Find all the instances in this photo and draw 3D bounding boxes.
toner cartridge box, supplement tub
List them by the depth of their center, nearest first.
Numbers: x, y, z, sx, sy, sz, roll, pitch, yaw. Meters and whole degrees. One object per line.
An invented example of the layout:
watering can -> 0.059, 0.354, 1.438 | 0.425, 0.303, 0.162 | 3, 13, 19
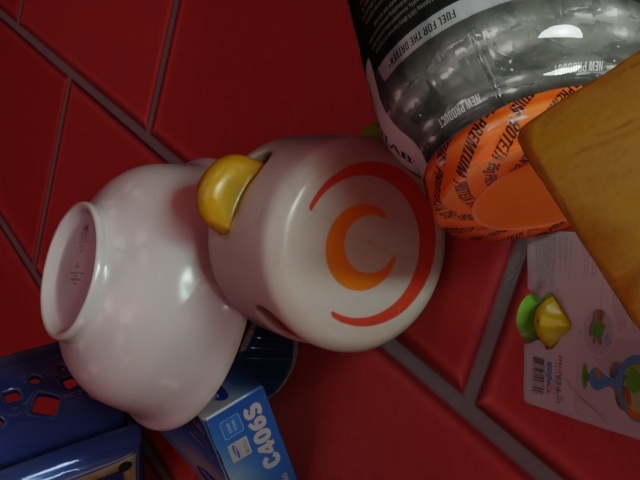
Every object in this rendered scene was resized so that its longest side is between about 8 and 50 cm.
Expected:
supplement tub -> 0.123, -0.184, 0.717 | 0.207, 0.207, 0.338 | -39, 54, 48
toner cartridge box -> -0.155, 0.183, 1.152 | 0.348, 0.075, 0.165 | 27, 142, 55

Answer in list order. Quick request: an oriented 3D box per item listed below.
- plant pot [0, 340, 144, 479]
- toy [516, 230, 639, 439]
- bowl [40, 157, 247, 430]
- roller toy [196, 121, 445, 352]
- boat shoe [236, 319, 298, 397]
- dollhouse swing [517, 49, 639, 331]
plant pot -> -0.369, 0.300, 1.350 | 0.212, 0.236, 0.236 | 51, 146, 39
toy -> 0.229, 0.065, 0.667 | 0.237, 0.056, 0.137 | 5, 95, 61
bowl -> -0.201, 0.043, 1.013 | 0.298, 0.134, 0.298 | -23, 61, 49
roller toy -> 0.000, 0.000, 0.891 | 0.146, 0.209, 0.191 | 10, 114, 57
boat shoe -> -0.057, 0.090, 1.098 | 0.066, 0.066, 0.183 | -114, 35, -64
dollhouse swing -> 0.306, 0.066, 0.287 | 0.315, 0.346, 0.305 | -32, 61, 51
